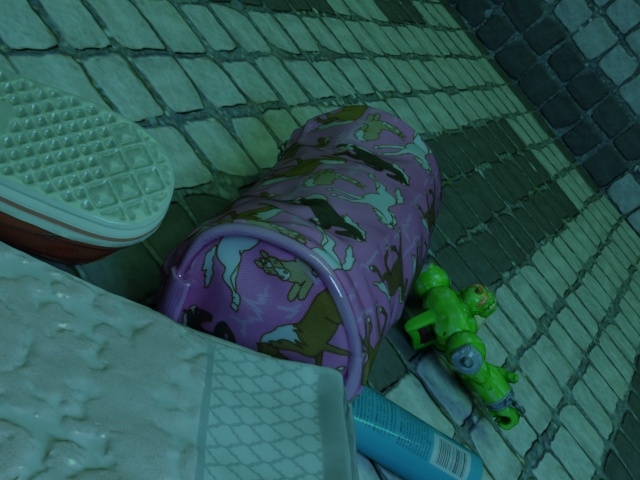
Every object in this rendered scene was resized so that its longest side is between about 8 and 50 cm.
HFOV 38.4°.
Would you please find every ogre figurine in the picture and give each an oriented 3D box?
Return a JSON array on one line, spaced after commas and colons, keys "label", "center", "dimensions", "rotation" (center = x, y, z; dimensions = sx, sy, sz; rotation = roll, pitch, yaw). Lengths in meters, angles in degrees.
[{"label": "ogre figurine", "center": [0.147, 0.098, 0.969], "dimensions": [0.118, 0.097, 0.197], "rotation": [47, 35, -50]}]

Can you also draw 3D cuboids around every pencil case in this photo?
[{"label": "pencil case", "center": [0.000, 0.000, 0.786], "dimensions": [0.386, 0.167, 0.160], "rotation": [-57, 134, -64]}]

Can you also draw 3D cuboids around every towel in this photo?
[{"label": "towel", "center": [-0.118, 0.116, 0.430], "dimensions": [0.317, 0.053, 0.332], "rotation": [22, 24, -14]}]

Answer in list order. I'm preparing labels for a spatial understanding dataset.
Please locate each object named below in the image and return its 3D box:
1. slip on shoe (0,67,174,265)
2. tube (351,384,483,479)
[{"label": "slip on shoe", "center": [-0.254, -0.074, 0.560], "dimensions": [0.331, 0.101, 0.123], "rotation": [26, 53, -18]}, {"label": "tube", "center": [0.045, 0.156, 0.777], "dimensions": [0.207, 0.052, 0.080], "rotation": [35, 20, -17]}]
